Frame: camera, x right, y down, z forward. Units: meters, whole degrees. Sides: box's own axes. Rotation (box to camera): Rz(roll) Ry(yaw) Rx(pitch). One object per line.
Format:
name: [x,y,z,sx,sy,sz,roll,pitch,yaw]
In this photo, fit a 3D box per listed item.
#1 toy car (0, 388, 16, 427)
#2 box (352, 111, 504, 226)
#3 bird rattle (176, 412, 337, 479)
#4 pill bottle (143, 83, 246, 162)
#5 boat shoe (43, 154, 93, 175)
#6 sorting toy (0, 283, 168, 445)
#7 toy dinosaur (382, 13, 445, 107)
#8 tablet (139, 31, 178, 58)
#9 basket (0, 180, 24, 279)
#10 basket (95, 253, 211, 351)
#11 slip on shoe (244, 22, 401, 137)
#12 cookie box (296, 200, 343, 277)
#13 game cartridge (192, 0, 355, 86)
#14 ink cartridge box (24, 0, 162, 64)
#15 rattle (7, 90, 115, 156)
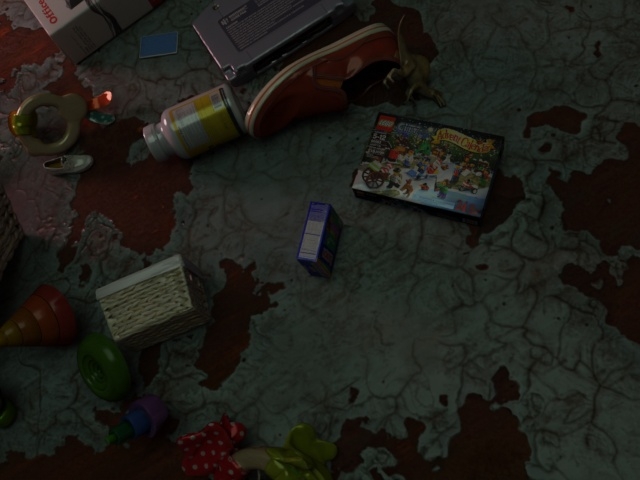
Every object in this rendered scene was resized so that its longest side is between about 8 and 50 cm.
toy car: [-0.640,0.233,1.403,0.149,0.155,0.188,-20,54,5]
box: [0.190,-0.129,1.397,0.233,0.044,0.159,14,74,17]
bird rattle: [-0.104,0.382,1.232,0.253,0.143,0.207,-3,85,15]
pill bottle: [-0.236,-0.217,1.497,0.184,0.103,0.103,-23,66,4]
boat shoe: [-0.502,-0.154,1.571,0.100,0.035,0.035,-7,68,11]
sorting toy: [-0.422,0.221,1.335,0.365,0.127,0.126,37,38,23]
toy dinosaur: [0.157,-0.309,1.435,0.092,0.183,0.053,-38,23,-11]
tablet: [-0.336,-0.407,1.645,0.083,0.006,0.054,-5,68,10]
basket: [-0.751,-0.004,1.394,0.331,0.266,0.328,-8,39,10]
basket: [-0.285,0.113,1.378,0.167,0.113,0.103,-24,68,4]
slip on shoe: [0.008,-0.281,1.463,0.331,0.123,0.101,-30,70,-5]
cookie box: [0.000,0.000,1.367,0.040,0.092,0.107,8,72,19]
game cartridge: [-0.100,-0.455,1.585,0.294,0.060,0.196,-32,69,-1]
ink cartridge box: [-0.479,-0.536,1.668,0.273,0.114,0.197,-38,67,-2]
rattle: [-0.527,-0.252,1.618,0.199,0.143,0.130,-33,98,-17]
